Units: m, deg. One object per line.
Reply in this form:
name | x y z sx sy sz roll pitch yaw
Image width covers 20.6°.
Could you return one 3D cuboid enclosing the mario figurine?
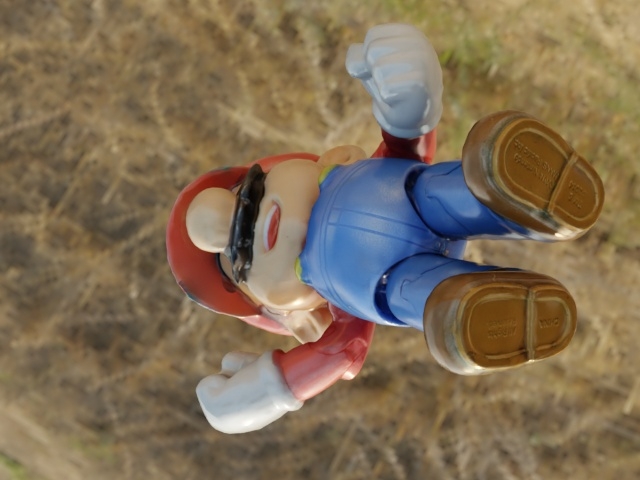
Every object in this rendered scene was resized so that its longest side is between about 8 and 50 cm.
mario figurine | 0.000 0.000 0.985 0.170 0.198 0.320 54 155 -19
